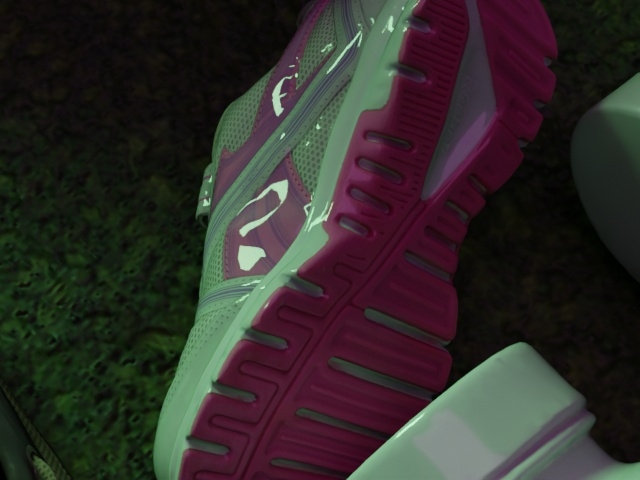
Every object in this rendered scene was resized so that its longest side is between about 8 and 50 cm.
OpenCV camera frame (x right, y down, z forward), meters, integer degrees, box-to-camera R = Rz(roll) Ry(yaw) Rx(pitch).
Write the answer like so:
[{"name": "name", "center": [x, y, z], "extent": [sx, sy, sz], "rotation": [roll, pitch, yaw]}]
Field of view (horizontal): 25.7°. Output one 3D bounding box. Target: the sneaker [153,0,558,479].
[{"name": "sneaker", "center": [0.000, 0.000, 0.580], "extent": [0.103, 0.111, 0.252], "rotation": [34, 78, -36]}]

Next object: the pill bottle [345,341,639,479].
[{"name": "pill bottle", "center": [0.120, 0.171, 0.479], "extent": [0.152, 0.152, 0.272], "rotation": [-36, 75, -21]}]

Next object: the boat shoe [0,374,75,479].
[{"name": "boat shoe", "center": [-0.178, 0.047, 0.508], "extent": [0.355, 0.130, 0.132], "rotation": [44, 67, 13]}]

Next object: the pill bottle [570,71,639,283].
[{"name": "pill bottle", "center": [0.227, -0.069, 0.617], "extent": [0.229, 0.131, 0.131], "rotation": [-33, 73, -20]}]
